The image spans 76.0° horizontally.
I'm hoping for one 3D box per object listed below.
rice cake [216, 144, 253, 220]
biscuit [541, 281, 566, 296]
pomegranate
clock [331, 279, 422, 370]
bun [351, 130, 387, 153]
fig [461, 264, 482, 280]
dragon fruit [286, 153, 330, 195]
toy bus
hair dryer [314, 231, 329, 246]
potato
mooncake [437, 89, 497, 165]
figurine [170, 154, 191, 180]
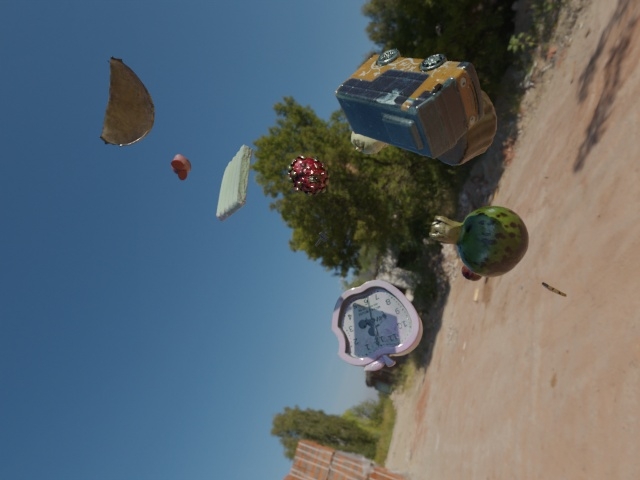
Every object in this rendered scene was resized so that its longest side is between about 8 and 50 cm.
[{"bbox_3d":[-0.252,-0.163,1.197,0.189,0.037,0.197,-25,54,54],"label":"rice cake"},{"bbox_3d":[0.786,0.165,1.390,0.016,0.092,0.082,-63,20,8],"label":"biscuit"},{"bbox_3d":[0.538,-0.024,1.383,0.242,0.306,0.242,-48,-14,-16],"label":"pomegranate"},{"bbox_3d":[0.210,0.324,1.549,0.102,0.339,0.338,44,-120,-59],"label":"clock"},{"bbox_3d":[0.256,-0.510,2.056,0.229,0.230,0.145,-51,-27,-60],"label":"bun"},{"bbox_3d":[0.649,0.108,1.714,0.125,0.089,0.089,-67,-9,25],"label":"fig"},{"bbox_3d":[-0.079,-0.342,2.095,0.218,0.273,0.198,-67,-20,1],"label":"dragon fruit"},{"bbox_3d":[0.205,-0.336,0.996,0.194,0.323,0.161,-44,-48,-10],"label":"toy bus"},{"bbox_3d":[0.000,0.000,2.013,0.083,0.047,0.026,-50,-8,14],"label":"hair dryer"},{"bbox_3d":[-0.556,-0.398,1.208,0.098,0.138,0.243,-119,44,-64],"label":"potato"},{"bbox_3d":[0.523,-0.442,1.560,0.161,0.290,0.290,-23,-35,-14],"label":"mooncake"},{"bbox_3d":[-0.494,-0.261,1.455,0.071,0.067,0.083,-123,25,-56],"label":"figurine"}]
